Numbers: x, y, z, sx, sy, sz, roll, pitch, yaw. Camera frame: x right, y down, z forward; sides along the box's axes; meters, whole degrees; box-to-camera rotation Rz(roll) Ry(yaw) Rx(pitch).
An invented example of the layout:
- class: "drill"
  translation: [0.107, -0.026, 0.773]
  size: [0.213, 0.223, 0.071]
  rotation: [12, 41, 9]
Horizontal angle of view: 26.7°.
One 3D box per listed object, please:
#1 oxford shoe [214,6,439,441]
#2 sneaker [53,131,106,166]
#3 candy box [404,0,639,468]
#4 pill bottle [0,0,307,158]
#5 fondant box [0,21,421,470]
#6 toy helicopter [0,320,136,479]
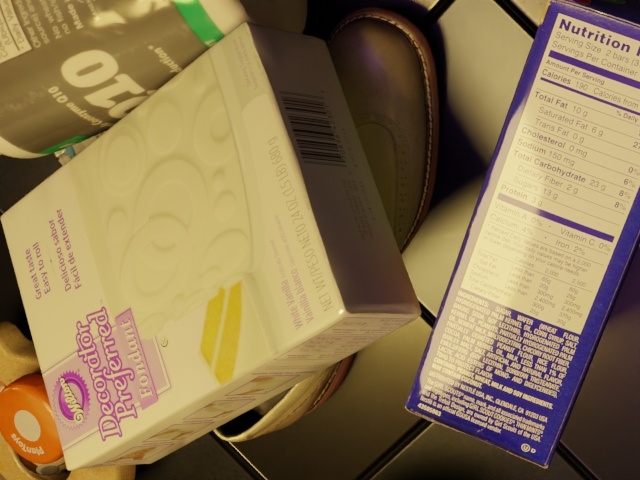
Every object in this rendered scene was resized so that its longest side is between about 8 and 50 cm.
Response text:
- class: "oxford shoe"
  translation: [0.000, 0.000, 1.150]
  size: [0.140, 0.146, 0.397]
  rotation: [20, 111, 14]
- class: "sneaker"
  translation: [-0.160, -0.050, 1.238]
  size: [0.083, 0.071, 0.191]
  rotation: [-43, 89, 19]
- class: "candy box"
  translation: [0.185, -0.037, 1.009]
  size: [0.122, 0.268, 0.317]
  rotation: [21, 111, 9]
- class: "pill bottle"
  translation: [-0.211, -0.190, 1.140]
  size: [0.361, 0.204, 0.204]
  rotation: [-19, 99, 24]
- class: "fondant box"
  translation: [-0.102, 0.016, 1.075]
  size: [0.330, 0.096, 0.238]
  rotation: [-33, 68, 36]
- class: "toy helicopter"
  translation: [-0.334, 0.182, 1.356]
  size: [0.355, 0.140, 0.235]
  rotation: [16, 119, 26]
